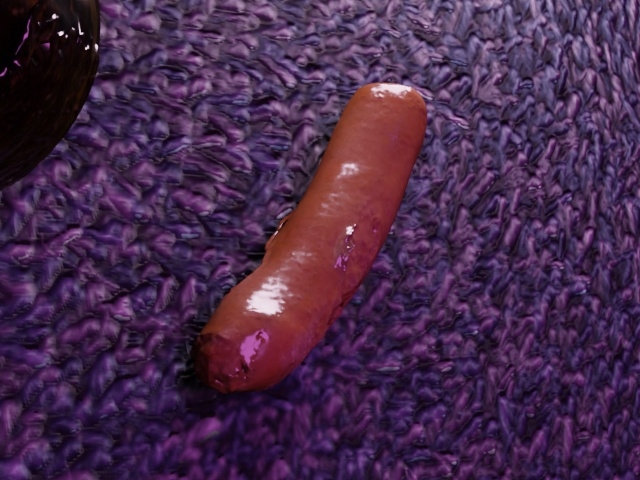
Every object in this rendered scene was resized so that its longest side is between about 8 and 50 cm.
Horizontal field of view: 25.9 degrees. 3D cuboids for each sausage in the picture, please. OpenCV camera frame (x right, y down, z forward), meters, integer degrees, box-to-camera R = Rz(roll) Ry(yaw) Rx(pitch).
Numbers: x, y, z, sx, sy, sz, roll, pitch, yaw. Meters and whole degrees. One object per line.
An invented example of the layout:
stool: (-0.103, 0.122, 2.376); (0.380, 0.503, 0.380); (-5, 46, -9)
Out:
sausage: (0.001, 0.001, 1.059); (0.087, 0.079, 0.326); (53, 47, -27)

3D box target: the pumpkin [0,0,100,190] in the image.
pumpkin: (-0.264, -0.146, 0.746); (0.320, 0.192, 0.320); (38, 11, -9)
